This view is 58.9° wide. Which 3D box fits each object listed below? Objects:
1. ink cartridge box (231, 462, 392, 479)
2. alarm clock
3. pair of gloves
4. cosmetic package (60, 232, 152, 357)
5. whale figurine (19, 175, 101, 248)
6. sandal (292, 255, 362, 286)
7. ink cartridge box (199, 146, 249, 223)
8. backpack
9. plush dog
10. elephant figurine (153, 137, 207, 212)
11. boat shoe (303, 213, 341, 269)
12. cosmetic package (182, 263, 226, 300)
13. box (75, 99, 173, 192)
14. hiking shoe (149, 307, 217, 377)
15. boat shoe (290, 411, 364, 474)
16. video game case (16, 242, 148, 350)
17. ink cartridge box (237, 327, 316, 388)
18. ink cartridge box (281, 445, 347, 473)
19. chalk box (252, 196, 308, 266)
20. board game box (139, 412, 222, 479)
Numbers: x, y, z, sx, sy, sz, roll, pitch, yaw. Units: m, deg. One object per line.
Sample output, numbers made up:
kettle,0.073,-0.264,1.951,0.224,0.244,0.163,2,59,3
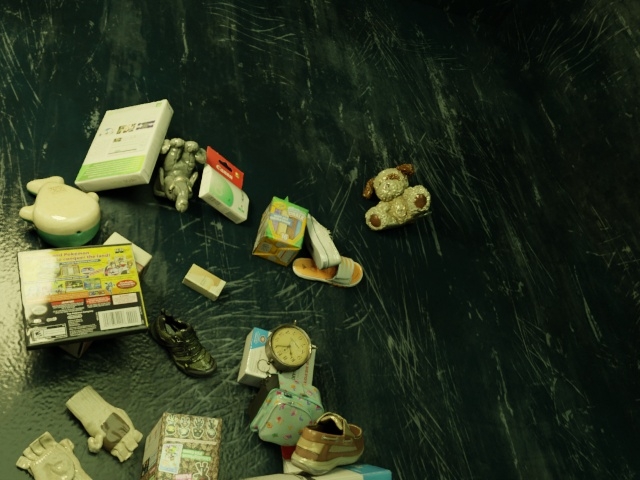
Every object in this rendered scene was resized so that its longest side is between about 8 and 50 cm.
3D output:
ink cartridge box,-0.024,0.719,1.379,0.394,0.166,0.286,4,77,-26
alarm clock,-0.106,0.315,1.603,0.192,0.064,0.129,-29,75,-41
pair of gloves,-0.568,0.497,1.363,0.204,0.042,0.240,40,51,-4
cosmetic package,-0.595,0.143,1.512,0.129,0.153,0.296,33,51,-6
whale figurine,-0.739,-0.080,1.616,0.216,0.141,0.272,-21,47,-37
sandal,0.038,0.096,1.932,0.265,0.076,0.102,6,57,-25
ink cartridge box,-0.313,-0.194,1.902,0.181,0.056,0.225,38,43,-41
backpack,-0.084,0.470,1.553,0.188,0.166,0.144,20,17,-26
plush dog,0.292,-0.173,2.180,0.210,0.262,0.226,8,60,-65
elephant figurine,-0.462,-0.193,1.815,0.169,0.186,0.240,2,82,13
boat shoe,0.000,0.000,1.934,0.084,0.095,0.258,-8,48,-17
cosmetic package,-0.353,0.128,1.722,0.115,0.041,0.060,30,50,-8
box,-0.607,-0.297,1.773,0.232,0.059,0.322,-6,51,17
hiking shoe,-0.372,0.287,1.559,0.226,0.114,0.086,40,50,1
boat shoe,0.039,0.524,1.511,0.324,0.123,0.117,14,86,-65
video game case,-0.587,0.130,1.405,0.274,0.035,0.249,-5,63,-29
ink cartridge box,-0.124,0.360,1.663,0.203,0.086,0.148,19,52,-16
ink cartridge box,-0.011,0.626,1.571,0.188,0.066,0.233,5,61,-25
chalk box,-0.128,-0.047,1.901,0.131,0.132,0.213,22,53,-14
board game box,-0.335,0.578,1.309,0.141,0.232,0.291,13,55,-20
